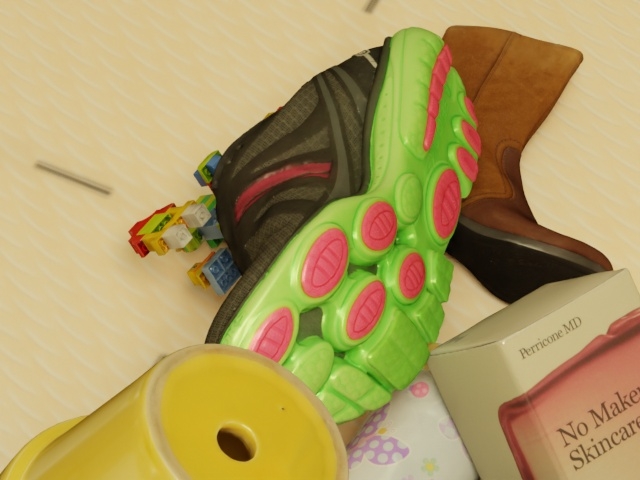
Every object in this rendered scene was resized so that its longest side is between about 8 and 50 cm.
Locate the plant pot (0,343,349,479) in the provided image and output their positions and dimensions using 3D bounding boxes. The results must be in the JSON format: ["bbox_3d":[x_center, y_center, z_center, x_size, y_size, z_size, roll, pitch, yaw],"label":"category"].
[{"bbox_3d":[-0.107,0.206,1.431,0.254,0.239,0.254,21,41,-20],"label":"plant pot"}]

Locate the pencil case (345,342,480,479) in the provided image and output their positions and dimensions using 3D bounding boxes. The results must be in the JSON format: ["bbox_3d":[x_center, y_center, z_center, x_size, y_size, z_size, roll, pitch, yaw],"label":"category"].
[{"bbox_3d":[0.055,0.213,1.671,0.124,0.113,0.273,36,64,5],"label":"pencil case"}]

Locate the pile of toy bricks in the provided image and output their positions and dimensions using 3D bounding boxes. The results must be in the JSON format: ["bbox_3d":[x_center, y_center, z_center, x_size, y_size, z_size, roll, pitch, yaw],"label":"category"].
[{"bbox_3d":[-0.093,-0.027,1.842,0.105,0.118,0.212,-6,34,45],"label":"pile of toy bricks"}]

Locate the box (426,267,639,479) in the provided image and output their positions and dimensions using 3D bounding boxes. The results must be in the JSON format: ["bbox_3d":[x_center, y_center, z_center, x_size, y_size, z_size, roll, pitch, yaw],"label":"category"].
[{"bbox_3d":[0.217,0.160,1.626,0.148,0.127,0.232,-28,95,-28],"label":"box"}]

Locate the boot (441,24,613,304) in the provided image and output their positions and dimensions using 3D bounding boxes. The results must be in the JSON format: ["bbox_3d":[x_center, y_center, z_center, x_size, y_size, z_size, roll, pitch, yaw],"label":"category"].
[{"bbox_3d":[0.194,-0.075,1.886,0.264,0.096,0.280,13,52,24],"label":"boot"}]

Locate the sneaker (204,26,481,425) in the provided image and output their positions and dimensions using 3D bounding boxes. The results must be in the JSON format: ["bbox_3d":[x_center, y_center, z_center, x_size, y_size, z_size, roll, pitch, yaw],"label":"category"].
[{"bbox_3d":[0.000,0.000,1.687,0.202,0.185,0.483,-14,28,29],"label":"sneaker"}]
